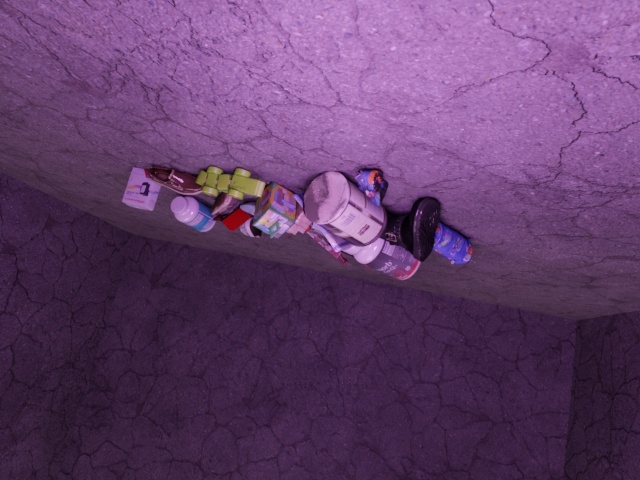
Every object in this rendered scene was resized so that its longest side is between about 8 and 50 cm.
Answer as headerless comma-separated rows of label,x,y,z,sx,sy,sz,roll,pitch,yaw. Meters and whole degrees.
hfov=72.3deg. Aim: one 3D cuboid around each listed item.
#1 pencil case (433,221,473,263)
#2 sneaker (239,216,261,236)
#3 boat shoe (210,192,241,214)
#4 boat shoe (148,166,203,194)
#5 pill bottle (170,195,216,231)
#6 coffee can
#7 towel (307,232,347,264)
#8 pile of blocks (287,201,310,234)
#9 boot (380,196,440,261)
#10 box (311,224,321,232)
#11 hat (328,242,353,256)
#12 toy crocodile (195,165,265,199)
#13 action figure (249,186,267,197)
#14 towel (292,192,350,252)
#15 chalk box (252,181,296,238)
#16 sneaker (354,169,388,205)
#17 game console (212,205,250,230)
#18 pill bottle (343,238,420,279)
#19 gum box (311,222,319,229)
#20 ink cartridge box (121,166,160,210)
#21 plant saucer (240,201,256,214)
pencil case,0.550,0.014,1.917,0.306,0.133,0.119,24,180,-40
sneaker,-0.426,-0.072,2.554,0.123,0.105,0.290,9,169,4
boat shoe,-0.472,-0.172,2.172,0.093,0.102,0.285,23,158,-24
boat shoe,-0.638,-0.267,1.928,0.258,0.095,0.095,11,162,7
pill bottle,-0.693,-0.150,2.380,0.147,0.146,0.264,8,166,22
coffee can,0.095,-0.112,1.639,0.202,0.201,0.275,2,164,39
towel,0.000,0.000,2.284,0.329,0.037,0.237,40,178,18
pile of blocks,-0.120,-0.093,1.945,0.113,0.148,0.362,34,164,-27
boot,0.322,-0.079,1.741,0.260,0.131,0.347,36,152,30
box,-0.018,-0.085,2.117,0.276,0.094,0.113,16,168,-14
hat,0.209,0.033,2.343,0.332,0.133,0.331,26,178,1
toy crocodile,-0.372,-0.229,1.783,0.341,0.115,0.105,9,173,24
action figure,-0.243,-0.182,1.999,0.137,0.063,0.232,4,169,21
towel,0.011,-0.074,1.747,0.285,0.034,0.209,51,-163,6
chalk box,-0.189,-0.108,1.801,0.132,0.212,0.132,29,131,-28
sneaker,0.178,-0.191,1.527,0.087,0.083,0.221,22,167,23
game console,-0.459,-0.116,2.263,0.124,0.144,0.085,0,124,47
pill bottle,0.283,0.036,2.073,0.363,0.210,0.210,24,164,-26
gum box,0.037,-0.090,1.933,0.157,0.041,0.184,14,-154,-11
ink cartridge box,-0.826,-0.239,2.038,0.128,0.174,0.072,11,168,8
plant saucer,-0.305,-0.160,2.200,0.195,0.037,0.195,11,167,3
